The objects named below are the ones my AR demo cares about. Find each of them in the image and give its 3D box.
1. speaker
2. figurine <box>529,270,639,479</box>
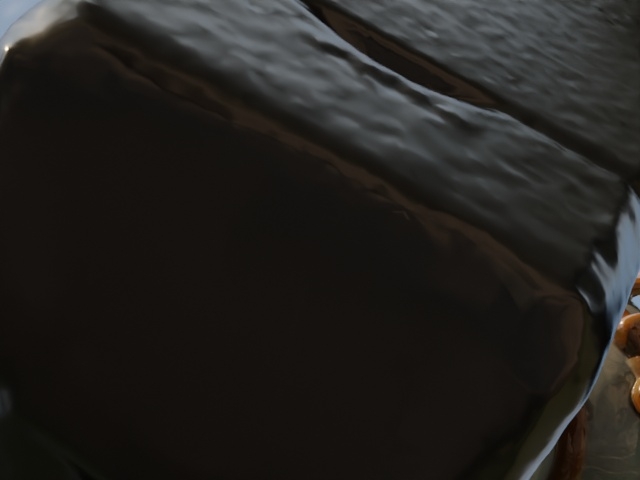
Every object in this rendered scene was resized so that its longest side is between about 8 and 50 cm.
[{"bbox_3d":[0.000,0.000,0.613,0.180,0.184,0.388,30,-152,5],"label":"speaker"},{"bbox_3d":[0.090,0.077,0.829,0.271,0.143,0.143,13,-116,-52],"label":"figurine"}]
